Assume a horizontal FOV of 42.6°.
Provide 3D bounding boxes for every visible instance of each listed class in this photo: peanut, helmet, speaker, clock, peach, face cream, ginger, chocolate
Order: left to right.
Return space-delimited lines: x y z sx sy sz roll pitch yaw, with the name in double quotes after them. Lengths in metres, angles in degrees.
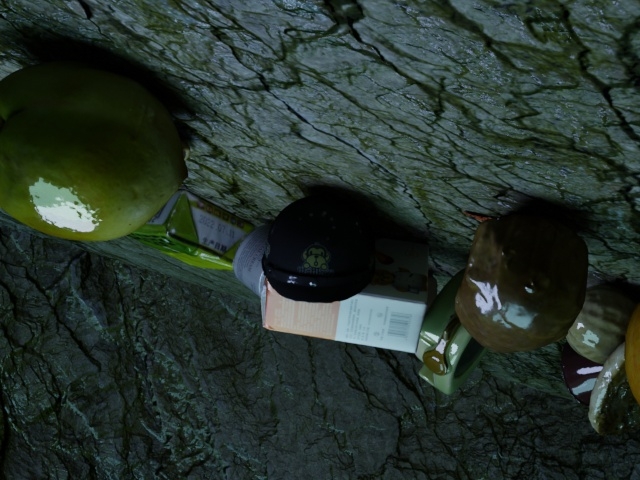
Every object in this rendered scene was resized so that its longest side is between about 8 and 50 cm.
-0.400 -0.143 1.373 0.314 0.281 0.316 -7 157 44 "peach"
-0.357 -0.028 2.178 0.301 0.137 0.289 6 163 47 "chocolate"
-0.109 0.065 2.056 0.153 0.177 0.177 34 178 32 "face cream"
0.000 0.000 1.628 0.231 0.160 0.279 6 -157 2 "helmet"
0.322 0.187 1.857 0.117 0.286 0.348 33 169 24 "clock"
0.335 0.085 1.374 0.201 0.269 0.223 19 -164 12 "ginger"
0.618 0.194 1.715 0.340 0.158 0.174 29 149 -36 "peanut"
0.744 0.259 1.998 0.259 0.198 0.329 57 147 1 "speaker"

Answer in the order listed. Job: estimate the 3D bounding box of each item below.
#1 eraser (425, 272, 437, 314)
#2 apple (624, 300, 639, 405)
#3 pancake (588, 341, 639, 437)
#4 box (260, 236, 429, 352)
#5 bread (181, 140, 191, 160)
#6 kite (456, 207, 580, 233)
0.141 0.128 2.001 0.291 0.171 0.087 10 126 -9 "eraser"
0.673 0.194 1.393 0.299 0.275 0.299 12 164 4 "apple"
0.696 0.264 1.662 0.356 0.356 0.065 29 -157 -43 "pancake"
0.055 0.097 1.772 0.341 0.225 0.143 9 124 2 "box"
-0.357 -0.190 1.586 0.225 0.081 0.134 13 172 11 "bread"
0.366 -0.017 1.509 0.222 0.008 0.125 13 170 22 "kite"
